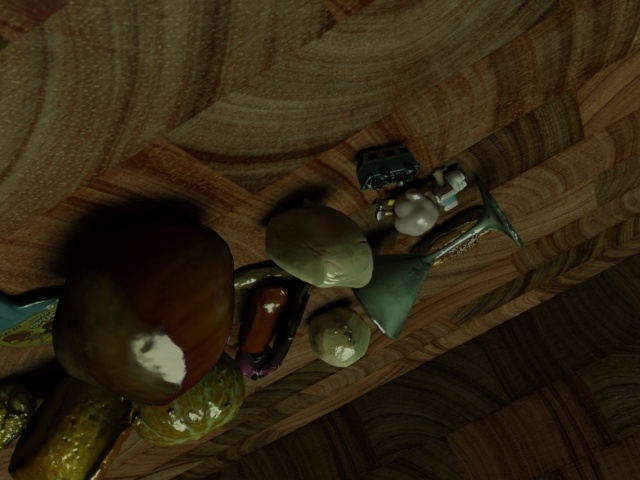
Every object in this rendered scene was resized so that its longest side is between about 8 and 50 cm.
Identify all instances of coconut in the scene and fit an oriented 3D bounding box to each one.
[{"bbox_3d":[0.058,0.288,2.391,0.194,0.194,0.194,-21,158,-9],"label":"coconut"}]

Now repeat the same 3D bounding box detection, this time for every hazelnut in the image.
[{"bbox_3d":[-0.317,0.129,1.479,0.366,0.366,0.366,-21,158,-9],"label":"hazelnut"}]

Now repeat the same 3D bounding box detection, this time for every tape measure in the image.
[{"bbox_3d":[-0.188,0.350,2.355,0.125,0.118,0.074,-27,164,-46],"label":"tape measure"}]

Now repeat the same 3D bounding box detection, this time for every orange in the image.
[{"bbox_3d":[-0.364,0.410,2.132,0.329,0.249,0.329,-16,163,-5],"label":"orange"}]

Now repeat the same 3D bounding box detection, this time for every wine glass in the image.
[{"bbox_3d":[0.283,0.042,1.975,0.406,0.267,0.267,-32,157,11],"label":"wine glass"}]

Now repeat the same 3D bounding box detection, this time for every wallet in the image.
[{"bbox_3d":[-0.073,0.204,1.966,0.049,0.182,0.229,20,151,-2],"label":"wallet"}]

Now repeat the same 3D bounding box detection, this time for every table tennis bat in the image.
[{"bbox_3d":[-0.581,0.153,1.602,0.215,0.044,0.329,-26,160,6],"label":"table tennis bat"}]

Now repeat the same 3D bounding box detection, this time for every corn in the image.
[{"bbox_3d":[-0.797,0.448,1.931,0.130,0.130,0.347,1,150,-48],"label":"corn"}]

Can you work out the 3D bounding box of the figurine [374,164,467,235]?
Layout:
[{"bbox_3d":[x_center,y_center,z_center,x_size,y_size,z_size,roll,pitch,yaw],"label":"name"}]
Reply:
[{"bbox_3d":[0.243,-0.085,1.838,0.229,0.112,0.137,-34,153,-4],"label":"figurine"}]

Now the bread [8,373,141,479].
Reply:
[{"bbox_3d":[-0.599,0.471,1.929,0.204,0.337,0.358,33,129,-25],"label":"bread"}]

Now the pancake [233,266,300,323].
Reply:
[{"bbox_3d":[-0.158,0.134,1.985,0.294,0.049,0.294,-20,159,-8],"label":"pancake"}]

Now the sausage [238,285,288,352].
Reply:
[{"bbox_3d":[-0.142,0.198,1.971,0.089,0.083,0.300,3,149,-15],"label":"sausage"}]

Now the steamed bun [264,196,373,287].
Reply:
[{"bbox_3d":[0.000,0.000,1.643,0.170,0.238,0.152,-1,108,-41],"label":"steamed bun"}]

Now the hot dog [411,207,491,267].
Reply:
[{"bbox_3d":[0.362,0.002,2.193,0.268,0.075,0.144,-36,158,33],"label":"hot dog"}]

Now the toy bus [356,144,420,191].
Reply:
[{"bbox_3d":[0.130,-0.149,1.605,0.123,0.075,0.060,-14,155,-24],"label":"toy bus"}]

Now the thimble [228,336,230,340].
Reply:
[{"bbox_3d":[-0.335,0.199,1.808,0.245,0.157,0.217,-30,160,16],"label":"thimble"}]
